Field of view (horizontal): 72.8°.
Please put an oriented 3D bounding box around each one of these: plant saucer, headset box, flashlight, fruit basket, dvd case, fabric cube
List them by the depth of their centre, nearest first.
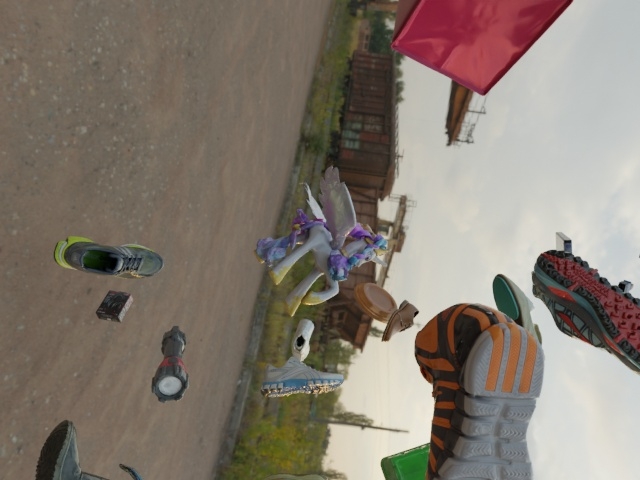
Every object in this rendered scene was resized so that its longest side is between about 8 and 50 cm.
[{"bbox_3d":[0.327,-0.528,0.926,0.254,0.259,0.258,132,-23,-55],"label":"fabric cube"},{"bbox_3d":[-0.543,0.171,1.152,0.032,0.062,0.083,96,6,-47],"label":"headset box"},{"bbox_3d":[0.308,0.697,1.242,0.353,0.326,0.165,80,-8,-45],"label":"fruit basket"},{"bbox_3d":[0.724,0.110,1.286,0.180,0.022,0.253,-23,108,-67],"label":"dvd case"},{"bbox_3d":[-0.459,0.379,1.344,0.103,0.103,0.304,57,-8,-18],"label":"flashlight"},{"bbox_3d":[0.219,0.229,1.649,0.037,0.200,0.200,-55,-168,27],"label":"plant saucer"}]

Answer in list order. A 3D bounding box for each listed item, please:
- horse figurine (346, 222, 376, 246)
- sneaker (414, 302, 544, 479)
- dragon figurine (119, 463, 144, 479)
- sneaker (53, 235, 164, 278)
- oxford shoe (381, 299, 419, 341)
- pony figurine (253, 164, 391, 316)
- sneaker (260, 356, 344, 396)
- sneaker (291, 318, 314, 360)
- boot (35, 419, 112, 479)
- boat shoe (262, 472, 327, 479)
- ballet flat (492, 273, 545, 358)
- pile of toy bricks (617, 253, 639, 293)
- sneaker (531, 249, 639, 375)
[{"bbox_3d":[0.109,-0.036,1.558,0.174,0.263,0.066,-16,118,-38],"label":"horse figurine"},{"bbox_3d":[0.192,0.238,0.588,0.180,0.124,0.321,-128,-130,-78],"label":"sneaker"},{"bbox_3d":[-0.250,0.433,0.526,0.144,0.085,0.289,41,37,-63],"label":"dragon figurine"},{"bbox_3d":[-0.578,0.065,1.234,0.300,0.121,0.111,10,95,-51],"label":"sneaker"},{"bbox_3d":[0.277,0.283,1.490,0.212,0.076,0.076,-39,149,-41],"label":"oxford shoe"},{"bbox_3d":[0.000,0.000,1.266,0.351,0.363,0.303,61,-14,-9],"label":"pony figurine"},{"bbox_3d":[-0.041,0.305,0.994,0.071,0.190,0.083,92,-4,-53],"label":"sneaker"},{"bbox_3d":[-0.058,0.287,1.199,0.061,0.053,0.152,-61,165,-53],"label":"sneaker"},{"bbox_3d":[-0.446,0.472,0.853,0.208,0.076,0.190,44,23,-42],"label":"boot"},{"bbox_3d":[-0.060,0.554,0.970,0.056,0.152,0.048,75,14,-46],"label":"boat shoe"},{"bbox_3d":[0.496,0.198,1.075,0.086,0.086,0.249,83,-6,-84],"label":"ballet flat"},{"bbox_3d":[0.769,0.093,0.986,0.118,0.105,0.212,29,-55,52],"label":"pile of toy bricks"},{"bbox_3d":[0.490,0.136,0.778,0.125,0.104,0.262,84,-20,-49],"label":"sneaker"}]
